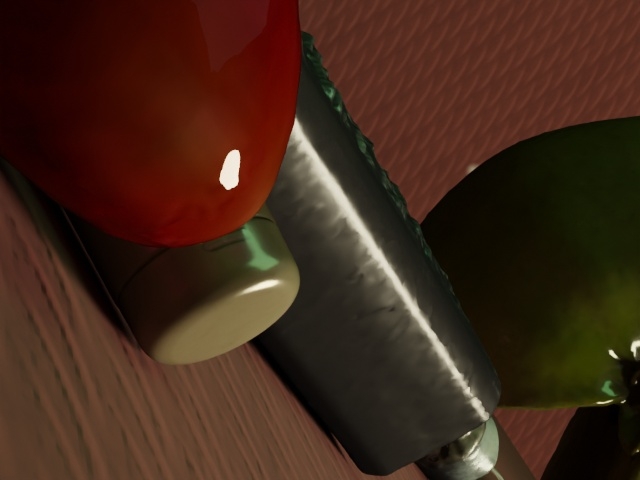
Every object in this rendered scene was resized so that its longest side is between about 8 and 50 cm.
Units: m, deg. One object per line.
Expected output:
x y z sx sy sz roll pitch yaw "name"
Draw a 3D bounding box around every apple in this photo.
0.174 0.072 0.982 0.292 0.292 0.254 58 5 0 "apple"

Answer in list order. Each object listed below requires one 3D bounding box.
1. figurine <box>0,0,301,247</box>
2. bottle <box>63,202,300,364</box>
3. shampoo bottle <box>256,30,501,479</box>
-0.069 -0.185 0.332 0.211 0.261 0.270 25 -17 38 "figurine"
-0.042 -0.020 0.408 0.096 0.045 0.045 61 4 21 "bottle"
0.000 0.001 0.606 0.309 0.071 0.098 54 4 -48 "shampoo bottle"
